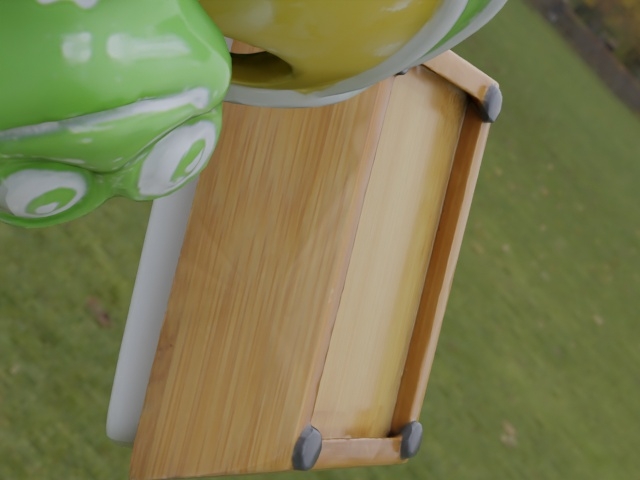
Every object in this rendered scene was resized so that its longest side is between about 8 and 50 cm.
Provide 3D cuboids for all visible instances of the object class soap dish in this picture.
[{"bbox_3d":[0.000,0.000,0.936,0.118,0.291,0.229,13,-1,23],"label":"soap dish"}]

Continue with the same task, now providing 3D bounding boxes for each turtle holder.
[{"bbox_3d":[-0.002,-0.149,0.500,0.243,0.227,0.320,-2,42,-15],"label":"turtle holder"}]
